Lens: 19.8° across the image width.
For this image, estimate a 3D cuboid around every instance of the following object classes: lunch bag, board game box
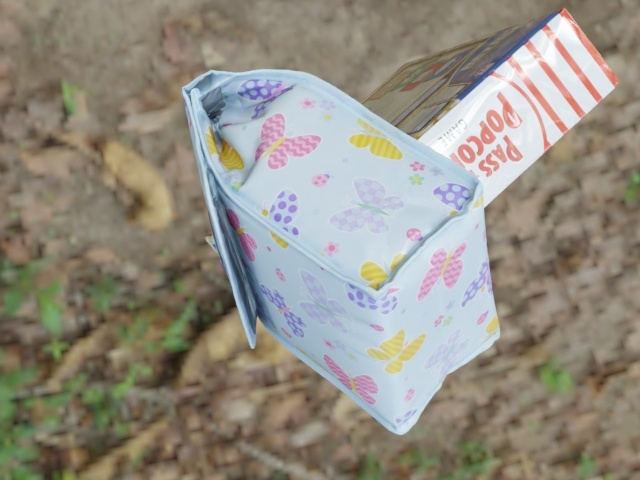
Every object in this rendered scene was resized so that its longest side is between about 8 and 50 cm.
[{"bbox_3d":[0.000,0.000,0.472,0.053,0.083,0.071,-42,150,-19],"label":"lunch bag"},{"bbox_3d":[0.035,-0.035,0.860,0.147,0.045,0.193,-42,-169,-14],"label":"board game box"}]
